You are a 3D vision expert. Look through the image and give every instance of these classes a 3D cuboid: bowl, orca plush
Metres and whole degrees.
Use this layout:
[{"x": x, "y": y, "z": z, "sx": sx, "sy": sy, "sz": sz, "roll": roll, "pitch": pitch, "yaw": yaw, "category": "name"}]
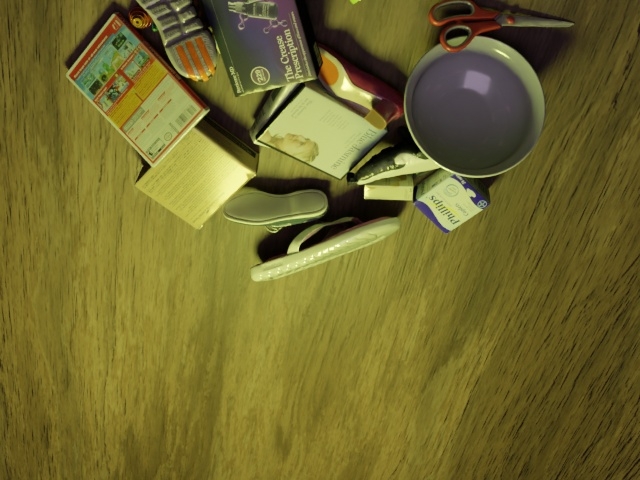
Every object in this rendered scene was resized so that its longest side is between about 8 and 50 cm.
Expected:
[{"x": 0.313, "y": -0.270, "z": 1.717, "sx": 0.298, "sy": 0.134, "sz": 0.297, "roll": 0, "pitch": 85, "yaw": -3, "category": "bowl"}, {"x": 0.191, "y": -0.205, "z": 1.862, "sx": 0.287, "sy": 0.102, "sz": 0.151, "roll": -18, "pitch": 165, "yaw": 20, "category": "orca plush"}]

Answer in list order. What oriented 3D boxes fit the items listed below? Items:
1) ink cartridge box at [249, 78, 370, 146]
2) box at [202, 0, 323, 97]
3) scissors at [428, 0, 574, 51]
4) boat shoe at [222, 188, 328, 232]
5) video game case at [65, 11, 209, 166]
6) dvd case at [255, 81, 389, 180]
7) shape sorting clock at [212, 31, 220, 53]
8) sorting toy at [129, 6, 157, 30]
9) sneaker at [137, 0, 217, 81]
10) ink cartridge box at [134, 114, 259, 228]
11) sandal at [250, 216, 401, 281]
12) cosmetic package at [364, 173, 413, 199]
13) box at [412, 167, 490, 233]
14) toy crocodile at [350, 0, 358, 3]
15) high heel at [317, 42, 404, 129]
[{"x": -0.018, "y": -0.273, "z": 1.845, "sx": 0.232, "sy": 0.066, "sz": 0.189, "roll": 10, "pitch": 132, "yaw": -31, "category": "ink cartridge box"}, {"x": -0.121, "y": -0.443, "z": 1.636, "sx": 0.184, "sy": 0.103, "sz": 0.261, "roll": -10, "pitch": 119, "yaw": 15, "category": "box"}, {"x": 0.370, "y": -0.461, "z": 1.663, "sx": 0.297, "sy": 0.021, "sz": 0.108, "roll": -13, "pitch": 86, "yaw": -5, "category": "scissors"}, {"x": -0.108, "y": -0.074, "z": 1.967, "sx": 0.255, "sy": 0.095, "sz": 0.079, "roll": -9, "pitch": 158, "yaw": -3, "category": "boat shoe"}, {"x": -0.405, "y": -0.327, "z": 1.787, "sx": 0.285, "sy": 0.025, "sz": 0.204, "roll": 47, "pitch": 120, "yaw": -6, "category": "video game case"}, {"x": 0.005, "y": -0.240, "z": 1.828, "sx": 0.253, "sy": 0.022, "sz": 0.180, "roll": 22, "pitch": 128, "yaw": -34, "category": "dvd case"}, {"x": -0.130, "y": -0.438, "z": 1.723, "sx": 0.206, "sy": 0.040, "sz": 0.206, "roll": 2, "pitch": 127, "yaw": 3, "category": "shape sorting clock"}, {"x": -0.358, "y": -0.473, "z": 1.715, "sx": 0.102, "sy": 0.042, "sz": 0.061, "roll": -20, "pitch": 123, "yaw": 19, "category": "sorting toy"}, {"x": -0.301, "y": -0.472, "z": 1.647, "sx": 0.125, "sy": 0.180, "sz": 0.321, "roll": -19, "pitch": 100, "yaw": -2, "category": "sneaker"}, {"x": -0.291, "y": -0.166, "z": 1.916, "sx": 0.193, "sy": 0.088, "sz": 0.235, "roll": 37, "pitch": 121, "yaw": -23, "category": "ink cartridge box"}, {"x": -0.005, "y": 0.000, "z": 2.004, "sx": 0.416, "sy": 0.169, "sz": 0.102, "roll": -21, "pitch": 82, "yaw": 20, "category": "sandal"}, {"x": 0.161, "y": -0.128, "z": 1.922, "sx": 0.115, "sy": 0.060, "sz": 0.041, "roll": 1, "pitch": 126, "yaw": 2, "category": "cosmetic package"}, {"x": 0.309, "y": -0.104, "z": 1.919, "sx": 0.126, "sy": 0.072, "sz": 0.137, "roll": 40, "pitch": 121, "yaw": -22, "category": "box"}, {"x": 0.195, "y": -0.559, "z": 1.559, "sx": 0.341, "sy": 0.105, "sz": 0.115, "roll": -17, "pitch": 124, "yaw": 17, "category": "toy crocodile"}, {"x": 0.085, "y": -0.355, "z": 1.771, "sx": 0.244, "sy": 0.117, "sz": 0.082, "roll": 41, "pitch": 140, "yaw": 1, "category": "high heel"}]
